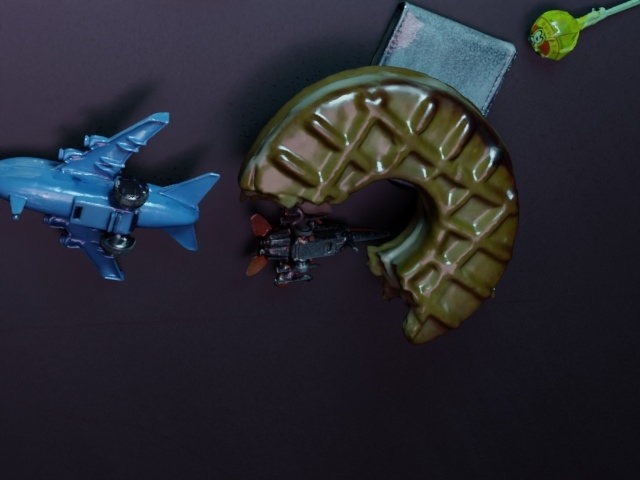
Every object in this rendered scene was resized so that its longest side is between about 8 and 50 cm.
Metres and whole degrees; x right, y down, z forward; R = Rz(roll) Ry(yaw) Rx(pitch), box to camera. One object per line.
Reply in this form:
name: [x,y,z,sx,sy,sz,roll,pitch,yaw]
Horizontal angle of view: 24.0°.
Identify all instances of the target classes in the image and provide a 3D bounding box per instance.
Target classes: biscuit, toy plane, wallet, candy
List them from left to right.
toy plane: [-0.264,-0.049,1.769,0.271,0.105,0.254,4,131,-20]
toy plane: [0.001,0.002,1.877,0.189,0.061,0.130,-1,116,-13]
biscuit: [0.097,-0.059,1.790,0.366,0.115,0.268,38,98,-27]
wallet: [0.122,-0.167,1.835,0.167,0.036,0.222,17,110,-20]
candy: [0.343,-0.273,1.829,0.194,0.062,0.058,-22,76,-11]
